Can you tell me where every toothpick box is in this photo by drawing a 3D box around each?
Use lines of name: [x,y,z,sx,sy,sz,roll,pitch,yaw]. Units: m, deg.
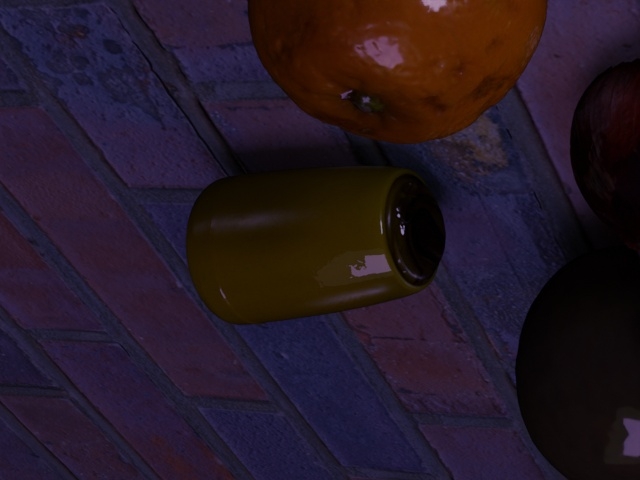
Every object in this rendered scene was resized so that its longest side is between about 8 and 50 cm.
toothpick box: [0.000,0.000,2.001,0.271,0.175,0.175,-7,141,32]

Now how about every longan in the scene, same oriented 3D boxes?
longan: [0.349,0.145,1.932,0.297,0.297,0.297,14,150,8]

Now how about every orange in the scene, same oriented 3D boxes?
orange: [0.066,-0.212,1.557,0.261,0.261,0.261,14,150,8]

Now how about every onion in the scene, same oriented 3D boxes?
onion: [0.357,-0.043,1.697,0.272,0.195,0.272,27,165,8]
